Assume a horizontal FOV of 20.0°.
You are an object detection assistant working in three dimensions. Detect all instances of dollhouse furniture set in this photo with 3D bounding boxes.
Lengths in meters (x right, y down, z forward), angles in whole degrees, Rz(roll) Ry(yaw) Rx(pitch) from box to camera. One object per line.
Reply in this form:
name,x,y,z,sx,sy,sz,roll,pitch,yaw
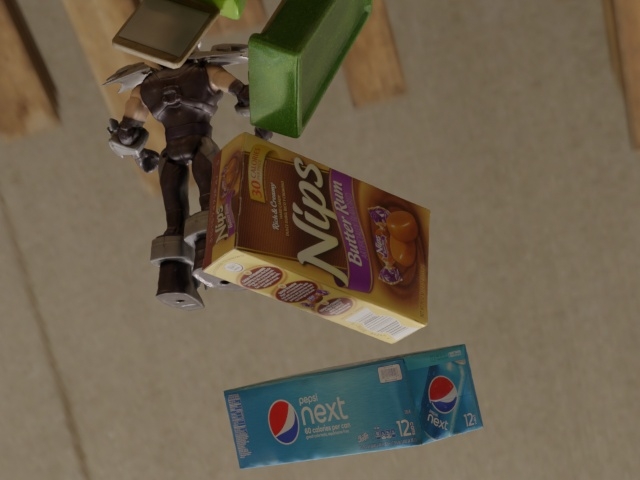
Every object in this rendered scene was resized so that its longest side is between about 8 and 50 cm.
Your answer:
dollhouse furniture set,-0.073,-0.253,1.338,0.198,0.301,0.151,20,-126,15

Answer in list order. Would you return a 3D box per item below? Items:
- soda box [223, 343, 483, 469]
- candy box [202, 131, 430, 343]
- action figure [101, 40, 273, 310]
soda box,0.021,0.129,1.393,0.071,0.067,0.210,-9,177,-43
candy box,0.000,0.000,1.434,0.053,0.187,0.109,-35,-137,47
action figure,-0.129,-0.082,1.789,0.185,0.099,0.285,-15,-110,31
